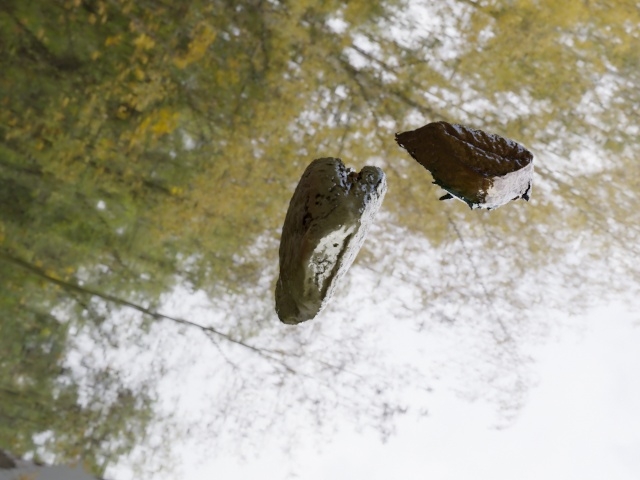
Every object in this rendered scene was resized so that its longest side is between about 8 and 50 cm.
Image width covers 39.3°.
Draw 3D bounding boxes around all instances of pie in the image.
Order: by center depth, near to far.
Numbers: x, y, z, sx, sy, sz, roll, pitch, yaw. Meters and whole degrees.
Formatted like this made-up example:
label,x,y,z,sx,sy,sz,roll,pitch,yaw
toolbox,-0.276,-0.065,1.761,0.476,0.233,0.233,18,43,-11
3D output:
label,x,y,z,sx,sy,sz,roll,pitch,yaw
pie,0.000,0.000,0.824,0.193,0.079,0.163,129,-19,-74

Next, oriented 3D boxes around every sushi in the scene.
label,x,y,z,sx,sy,sz,roll,pitch,yaw
sushi,0.279,-0.127,1.679,0.140,0.287,0.149,123,-24,-63
